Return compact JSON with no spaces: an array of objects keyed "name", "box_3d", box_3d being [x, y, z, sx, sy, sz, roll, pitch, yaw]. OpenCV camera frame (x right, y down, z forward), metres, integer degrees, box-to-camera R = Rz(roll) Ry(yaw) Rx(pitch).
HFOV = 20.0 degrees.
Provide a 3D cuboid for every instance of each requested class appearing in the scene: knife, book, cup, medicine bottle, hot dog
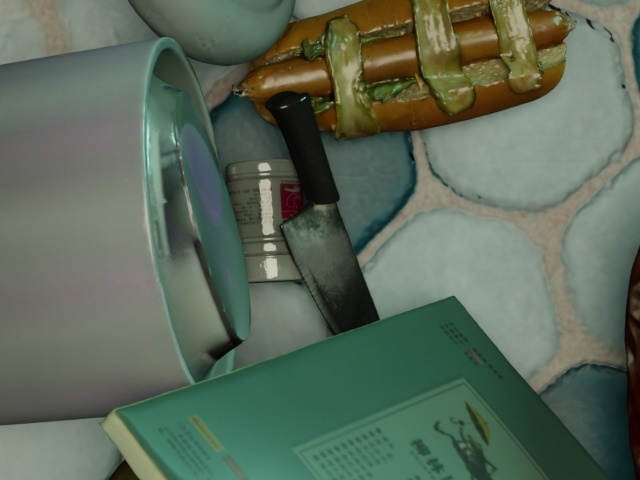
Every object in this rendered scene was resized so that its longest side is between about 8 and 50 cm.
[{"name":"knife","box_3d":[0.000,0.000,1.358,0.060,0.028,0.230,-33,114,-32]},{"name":"book","box_3d":[0.062,0.170,1.193,0.264,0.379,0.031,52,125,19]},{"name":"cup","box_3d":[-0.241,0.004,1.253,0.372,0.253,0.253,-6,88,9]},{"name":"medicine bottle","box_3d":[-0.041,-0.014,1.371,0.058,0.058,0.091,-3,88,-4]},{"name":"hot dog","box_3d":[0.064,-0.137,1.377,0.270,0.072,0.109,-12,86,-5]}]

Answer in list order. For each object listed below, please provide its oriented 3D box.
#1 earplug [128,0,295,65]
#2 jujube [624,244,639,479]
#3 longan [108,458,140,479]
[{"name":"earplug","box_3d":[-0.150,-0.260,1.320,0.325,0.214,0.175,39,125,-1]},{"name":"jujube","box_3d":[0.328,0.100,1.314,0.223,0.223,0.318,3,95,-3]},{"name":"longan","box_3d":[-0.025,0.240,1.265,0.300,0.243,0.300,-6,100,-37]}]
